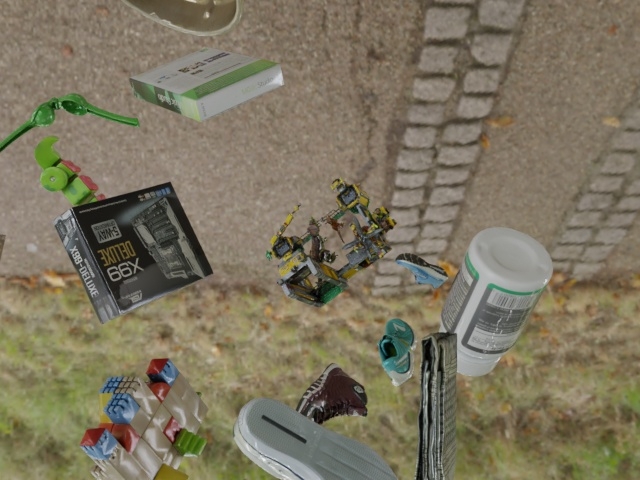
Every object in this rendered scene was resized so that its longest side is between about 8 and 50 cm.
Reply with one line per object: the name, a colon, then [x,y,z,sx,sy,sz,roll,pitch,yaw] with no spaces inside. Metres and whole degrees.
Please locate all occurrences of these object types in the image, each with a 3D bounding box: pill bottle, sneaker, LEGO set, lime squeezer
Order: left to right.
lime squeezer: [-0.545,-0.247,1.630,0.310,0.110,0.059,-16,174,-14]
sneaker: [-0.002,0.298,1.047,0.258,0.094,0.091,37,149,-3]
LEGO set: [0.000,0.000,1.862,0.331,0.255,0.192,-31,153,19]
sneaker: [0.040,0.445,2.075,0.281,0.162,0.106,-45,157,-51]
sneaker: [0.231,0.321,2.395,0.107,0.275,0.110,-34,113,20]
sneaker: [0.287,0.095,2.269,0.162,0.063,0.073,27,113,-6]
pill bottle: [0.413,0.159,1.922,0.204,0.204,0.361,-3,135,-18]

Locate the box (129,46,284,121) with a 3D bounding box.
box: [-0.269,-0.369,1.811,0.232,0.322,0.058,-30,124,-27]

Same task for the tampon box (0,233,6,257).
tampon box: [-0.785,0.055,1.750,0.101,0.161,0.120,12,179,-10]

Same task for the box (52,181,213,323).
box: [-0.402,0.019,1.713,0.076,0.242,0.307,-26,179,34]

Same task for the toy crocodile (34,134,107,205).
toy crocodile: [-0.620,-0.122,2.030,0.105,0.340,0.115,-40,-173,3]

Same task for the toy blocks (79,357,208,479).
toy blocks: [-0.419,0.423,1.810,0.190,0.381,0.261,-7,127,32]

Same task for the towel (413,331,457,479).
towel: [0.232,0.330,1.484,0.056,0.312,0.324,2,176,17]

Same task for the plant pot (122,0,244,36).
plant pot: [-0.218,-0.580,1.334,0.334,0.305,0.334,23,161,8]
